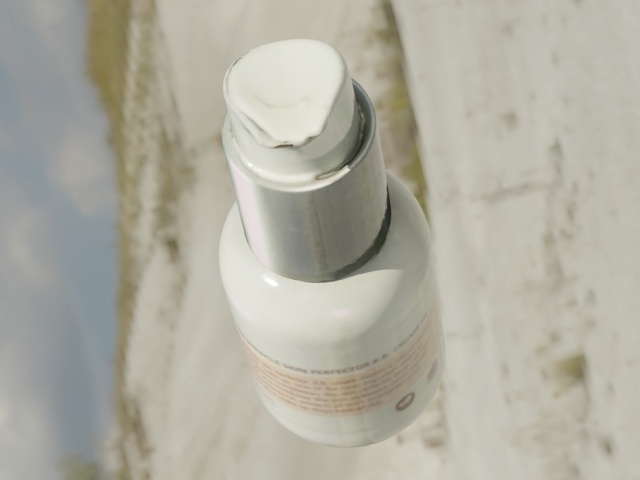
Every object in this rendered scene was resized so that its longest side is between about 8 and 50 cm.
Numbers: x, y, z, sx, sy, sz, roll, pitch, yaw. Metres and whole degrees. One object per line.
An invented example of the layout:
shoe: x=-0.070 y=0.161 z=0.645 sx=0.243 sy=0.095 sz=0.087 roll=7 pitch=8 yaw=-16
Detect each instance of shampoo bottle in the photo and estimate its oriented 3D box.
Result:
shampoo bottle: x=0.000 y=0.000 z=0.652 sx=0.192 sy=0.074 sz=0.074 roll=76 pitch=-179 yaw=-56
